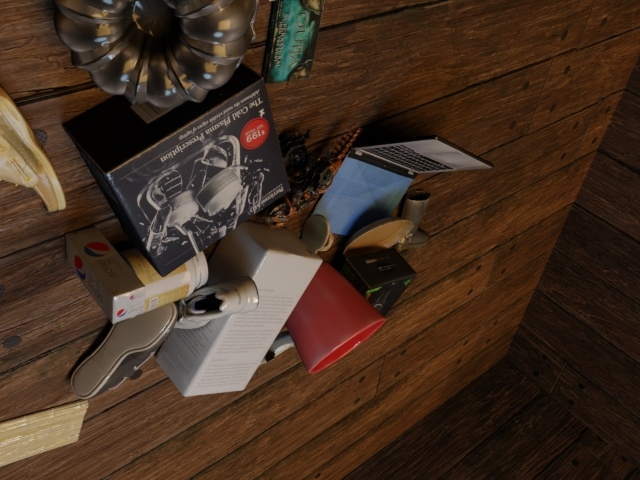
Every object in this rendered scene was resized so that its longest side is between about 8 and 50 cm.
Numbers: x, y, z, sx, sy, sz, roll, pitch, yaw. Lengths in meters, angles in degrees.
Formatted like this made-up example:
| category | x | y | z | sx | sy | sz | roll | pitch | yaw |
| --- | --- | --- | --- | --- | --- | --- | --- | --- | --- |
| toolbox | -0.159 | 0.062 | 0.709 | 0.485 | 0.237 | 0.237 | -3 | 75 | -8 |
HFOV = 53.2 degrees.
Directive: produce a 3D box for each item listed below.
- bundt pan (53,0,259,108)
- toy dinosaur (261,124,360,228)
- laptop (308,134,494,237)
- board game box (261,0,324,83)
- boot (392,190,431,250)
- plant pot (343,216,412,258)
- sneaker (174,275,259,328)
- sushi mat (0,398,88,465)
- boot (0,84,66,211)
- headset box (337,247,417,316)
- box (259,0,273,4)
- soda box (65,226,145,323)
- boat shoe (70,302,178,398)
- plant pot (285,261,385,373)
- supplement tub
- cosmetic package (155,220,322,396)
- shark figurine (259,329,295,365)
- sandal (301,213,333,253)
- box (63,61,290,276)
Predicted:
| category | x | y | z | sx | sy | sz | roll | pitch | yaw |
| --- | --- | --- | --- | --- | --- | --- | --- | --- | --- |
| bundt pan | -0.260 | -0.343 | 0.989 | 0.331 | 0.124 | 0.330 | -2 | 133 | -2 |
| toy dinosaur | -0.035 | -0.171 | 1.600 | 0.321 | 0.164 | 0.218 | -64 | 163 | -9 |
| laptop | 0.231 | -0.131 | 1.838 | 0.382 | 0.408 | 0.236 | 9 | 83 | -53 |
| board game box | -0.059 | -0.433 | 1.371 | 0.126 | 0.026 | 0.186 | -19 | 137 | -37 |
| boot | 0.327 | -0.074 | 2.158 | 0.190 | 0.076 | 0.208 | -17 | 129 | -42 |
| plant pot | 0.174 | -0.012 | 1.996 | 0.236 | 0.032 | 0.236 | -22 | 160 | -9 |
| sneaker | -0.290 | 0.149 | 1.518 | 0.297 | 0.111 | 0.129 | -21 | 173 | 33 |
| sushi mat | -0.722 | 0.478 | 1.531 | 0.317 | 0.019 | 0.151 | -8 | 130 | -46 |
| boot | -0.558 | -0.112 | 1.053 | 0.203 | 0.095 | 0.262 | -36 | 143 | -20 |
| headset box | 0.146 | 0.164 | 2.077 | 0.246 | 0.131 | 0.283 | -10 | 142 | -45 |
| box | -0.096 | -0.537 | 1.126 | 0.381 | 0.143 | 0.191 | -29 | 142 | -31 |
| soda box | -0.430 | 0.064 | 1.269 | 0.069 | 0.216 | 0.073 | -20 | 137 | -38 |
| boat shoe | -0.456 | 0.251 | 1.528 | 0.335 | 0.112 | 0.095 | -42 | 165 | 9 |
| plant pot | 0.012 | 0.214 | 1.867 | 0.275 | 0.243 | 0.275 | -33 | 164 | -11 |
| supplement tub | -0.367 | 0.076 | 1.419 | 0.200 | 0.144 | 0.144 | -20 | 137 | -38 |
| cosmetic package | -0.217 | 0.182 | 1.686 | 0.230 | 0.161 | 0.453 | 12 | 114 | -54 |
| shark figurine | -0.116 | 0.287 | 1.977 | 0.278 | 0.116 | 0.166 | -30 | 177 | -13 |
| sandal | -0.004 | -0.005 | 1.803 | 0.079 | 0.088 | 0.240 | -24 | 155 | -35 |
| box | -0.264 | -0.157 | 1.275 | 0.343 | 0.179 | 0.312 | -36 | 146 | -18 |
